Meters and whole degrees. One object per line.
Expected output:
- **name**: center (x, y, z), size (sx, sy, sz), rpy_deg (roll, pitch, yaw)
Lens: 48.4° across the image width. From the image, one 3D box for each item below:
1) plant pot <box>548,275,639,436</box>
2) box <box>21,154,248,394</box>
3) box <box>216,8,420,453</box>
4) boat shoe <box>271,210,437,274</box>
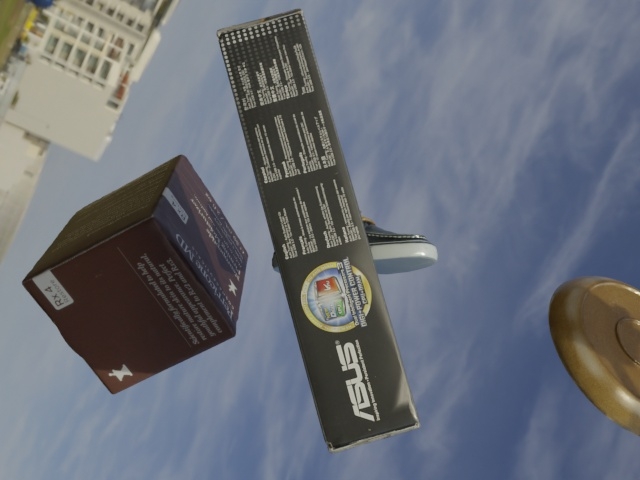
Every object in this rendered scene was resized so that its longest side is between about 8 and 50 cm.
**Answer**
- **plant pot**: center (0.397, 0.136, 0.899), size (0.032, 0.236, 0.236), rpy_deg (123, -25, -44)
- **box**: center (-0.201, 0.032, 0.837), size (0.167, 0.168, 0.203), rpy_deg (-26, -157, 10)
- **box**: center (0.000, 0.000, 0.533), size (0.216, 0.060, 0.270), rpy_deg (66, 8, -84)
- **boat shoe**: center (0.031, -0.011, 0.730), size (0.183, 0.065, 0.083), rpy_deg (-3, -106, 29)
